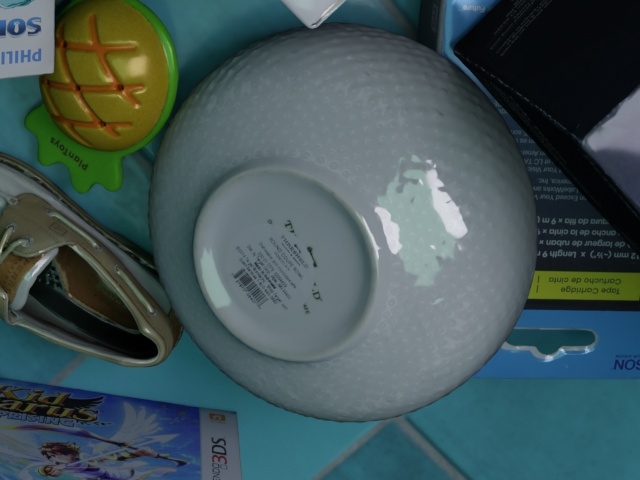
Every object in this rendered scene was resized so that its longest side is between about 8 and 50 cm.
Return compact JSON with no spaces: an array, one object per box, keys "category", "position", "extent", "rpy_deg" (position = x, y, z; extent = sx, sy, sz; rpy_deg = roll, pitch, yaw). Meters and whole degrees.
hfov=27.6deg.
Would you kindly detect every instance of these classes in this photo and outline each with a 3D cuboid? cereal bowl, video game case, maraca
[{"category":"cereal bowl","position":[0.000,0.000,1.060],"extent":[0.339,0.141,0.339],"rpy_deg":[7,109,21]},{"category":"video game case","position":[-0.202,0.206,1.128],"extent":[0.269,0.244,0.061],"rpy_deg":[10,107,-9]},{"category":"maraca","position":[-0.186,-0.123,1.095],"extent":[0.127,0.099,0.185],"rpy_deg":[38,121,11]}]

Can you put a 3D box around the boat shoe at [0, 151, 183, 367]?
[{"category":"boat shoe","position":[-0.252,0.012,1.130],"extent":[0.302,0.103,0.113],"rpy_deg":[27,107,-12]}]

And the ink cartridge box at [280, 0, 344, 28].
[{"category":"ink cartridge box","position":[-0.046,-0.283,0.956],"extent":[0.117,0.278,0.201],"rpy_deg":[-44,107,9]}]

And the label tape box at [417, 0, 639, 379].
[{"category":"label tape box","position":[0.204,-0.055,1.150],"extent":[0.249,0.115,0.347],"rpy_deg":[1,111,-7]}]

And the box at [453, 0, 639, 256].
[{"category":"box","position":[0.301,-0.052,0.937],"extent":[0.179,0.312,0.343],"rpy_deg":[-43,110,8]}]

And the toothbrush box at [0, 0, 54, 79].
[{"category":"toothbrush box","position":[-0.317,-0.266,0.963],"extent":[0.216,0.126,0.295],"rpy_deg":[-16,117,-44]}]
